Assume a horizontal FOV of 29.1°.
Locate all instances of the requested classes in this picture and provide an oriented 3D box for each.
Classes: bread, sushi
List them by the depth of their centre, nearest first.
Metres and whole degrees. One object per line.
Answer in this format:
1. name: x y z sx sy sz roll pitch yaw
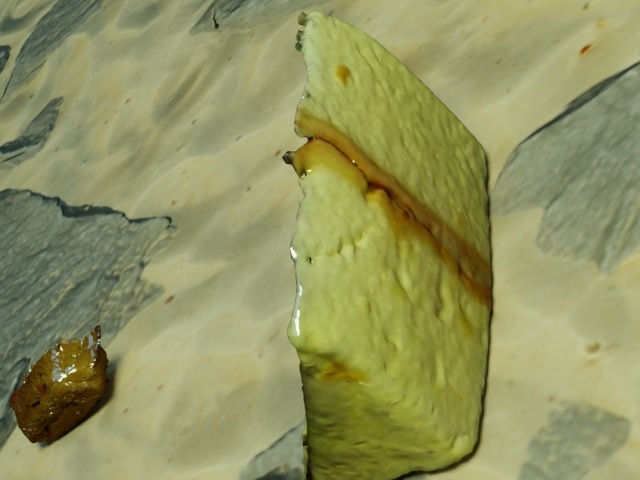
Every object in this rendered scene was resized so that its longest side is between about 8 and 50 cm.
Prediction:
1. bread: 0.000 0.000 0.703 0.135 0.178 0.240 -22 45 31
2. sushi: -0.194 0.105 0.914 0.118 0.061 0.060 -34 50 22
